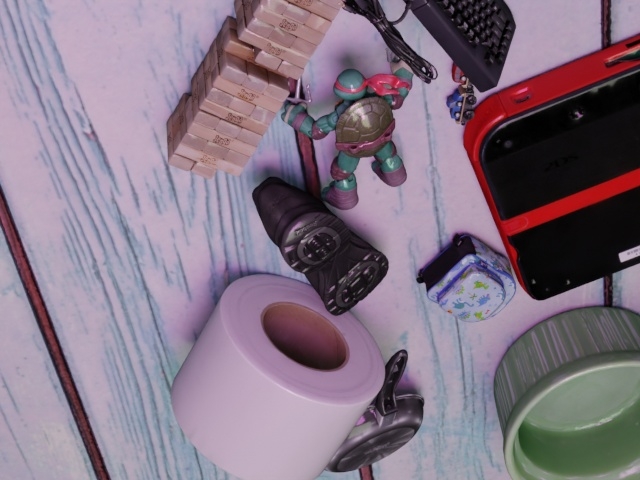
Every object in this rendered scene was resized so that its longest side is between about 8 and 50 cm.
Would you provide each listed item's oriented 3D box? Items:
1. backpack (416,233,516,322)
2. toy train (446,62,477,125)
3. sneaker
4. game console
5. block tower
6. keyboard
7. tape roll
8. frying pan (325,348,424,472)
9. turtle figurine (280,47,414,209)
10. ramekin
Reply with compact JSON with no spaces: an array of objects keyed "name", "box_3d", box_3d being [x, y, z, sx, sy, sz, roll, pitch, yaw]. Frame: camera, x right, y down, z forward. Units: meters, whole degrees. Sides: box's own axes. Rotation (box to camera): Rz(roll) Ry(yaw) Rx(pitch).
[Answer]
[{"name":"backpack","box_3d":[0.212,0.063,1.811,0.114,0.084,0.105,26,121,-30]},{"name":"toy train","box_3d":[0.181,-0.212,1.625,0.036,0.027,0.158,0,127,-6]},{"name":"sneaker","box_3d":[0.000,0.000,1.715,0.109,0.130,0.286,-39,148,-2]},{"name":"game console","box_3d":[0.408,-0.105,1.734,0.386,0.060,0.342,-21,130,8]},{"name":"block tower","box_3d":[-0.069,-0.226,1.530,0.091,0.097,0.335,20,124,-24]},{"name":"keyboard","box_3d":[0.114,-0.283,1.466,0.033,0.201,0.317,-5,142,46]},{"name":"tape roll","box_3d":[-0.058,0.186,1.758,0.246,0.246,0.169,17,123,-22]},{"name":"frying pan","box_3d":[0.105,0.253,1.901,0.197,0.053,0.326,-5,148,-41]},{"name":"turtle figurine","box_3d":[0.041,-0.149,1.600,0.175,0.118,0.234,-12,135,-1]},{"name":"ramekin","box_3d":[0.404,0.242,1.945,0.303,0.148,0.303,-5,129,-6]}]
